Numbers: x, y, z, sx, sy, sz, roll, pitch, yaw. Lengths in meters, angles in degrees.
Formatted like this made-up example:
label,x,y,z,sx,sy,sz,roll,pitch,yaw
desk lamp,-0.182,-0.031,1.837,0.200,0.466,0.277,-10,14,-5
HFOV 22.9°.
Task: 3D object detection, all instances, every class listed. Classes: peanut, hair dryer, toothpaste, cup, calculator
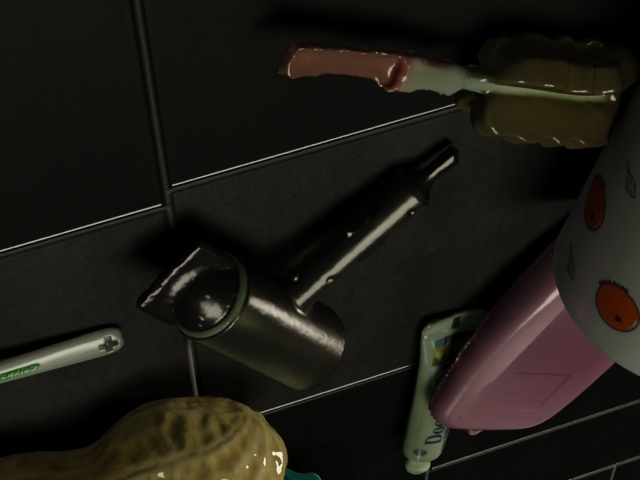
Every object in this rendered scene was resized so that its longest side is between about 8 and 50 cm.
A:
label,x,y,z,sx,sy,sz,roll,pitch,yaw
peanut,-0.174,0.211,1.362,0.298,0.120,0.136,-17,123,-8
hair dryer,0.000,0.000,1.227,0.248,0.078,0.195,-43,143,11
toothpaste,0.110,0.151,1.527,0.067,0.037,0.255,-12,142,-18
cup,0.324,-0.060,1.200,0.212,0.212,0.317,-9,143,-21
calculator,0.222,0.090,1.473,0.194,0.043,0.294,5,131,-41

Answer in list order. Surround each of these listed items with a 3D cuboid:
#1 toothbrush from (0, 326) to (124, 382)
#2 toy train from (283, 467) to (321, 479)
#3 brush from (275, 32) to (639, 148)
label,x,y,z,sx,sy,sz,roll,pitch,yaw
toothbrush,-0.299,0.111,1.228,0.304,0.030,0.030,-15,146,-18
toy train,-0.067,0.314,1.527,0.203,0.163,0.112,-16,145,-14
brush,0.098,-0.115,1.114,0.301,0.071,0.084,2,128,-33
